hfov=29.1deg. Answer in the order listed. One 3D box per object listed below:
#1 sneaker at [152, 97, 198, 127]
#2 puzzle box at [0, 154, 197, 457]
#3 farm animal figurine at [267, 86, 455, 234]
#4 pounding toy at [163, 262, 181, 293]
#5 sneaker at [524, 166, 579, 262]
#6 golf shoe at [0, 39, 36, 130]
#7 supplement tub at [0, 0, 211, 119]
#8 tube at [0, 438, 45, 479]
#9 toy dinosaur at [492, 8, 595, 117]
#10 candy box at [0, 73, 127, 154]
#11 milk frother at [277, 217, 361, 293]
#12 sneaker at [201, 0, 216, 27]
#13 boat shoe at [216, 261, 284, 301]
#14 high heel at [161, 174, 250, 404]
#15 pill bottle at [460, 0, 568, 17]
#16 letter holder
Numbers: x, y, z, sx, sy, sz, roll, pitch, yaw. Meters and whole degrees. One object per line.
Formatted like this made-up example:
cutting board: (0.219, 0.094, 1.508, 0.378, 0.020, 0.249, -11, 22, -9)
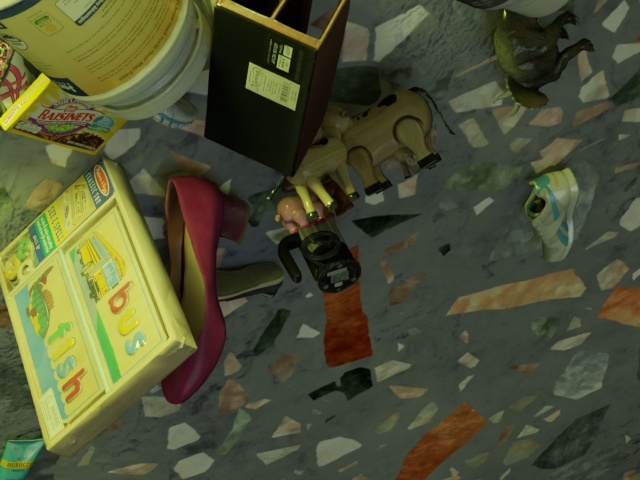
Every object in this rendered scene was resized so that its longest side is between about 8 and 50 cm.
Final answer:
sneaker: (-0.251, -0.233, 1.864, 0.190, 0.071, 0.083, 21, 115, -43)
puzzle box: (-0.355, 0.092, 1.889, 0.272, 0.409, 0.052, -41, 139, 14)
farm animal figurine: (0.048, -0.152, 2.016, 0.327, 0.172, 0.330, -26, 178, -3)
pounding toy: (-0.328, 0.112, 2.189, 0.130, 0.100, 0.141, -9, 136, -35)
sneaker: (0.454, -0.046, 2.464, 0.092, 0.087, 0.229, -12, 132, -8)
golf shoe: (-0.443, -0.235, 1.760, 0.086, 0.067, 0.186, -18, 150, -36)
supplement tub: (-0.308, -0.318, 1.610, 0.228, 0.228, 0.316, -36, 140, 10)
tube: (-0.614, 0.466, 2.440, 0.080, 0.052, 0.207, 2, 127, -44)
toy dinosaur: (0.354, -0.325, 2.068, 0.160, 0.121, 0.313, -42, 145, -3)
candy box: (-0.371, -0.186, 1.831, 0.105, 0.027, 0.206, -45, 156, 16)
milk frother: (0.000, 0.000, 2.206, 0.129, 0.135, 0.143, -3, 134, -27)
sneaker: (-0.114, -0.383, 1.767, 0.121, 0.079, 0.217, -22, 140, -9)
boat shoe: (-0.164, 0.094, 2.264, 0.206, 0.075, 0.065, -11, 135, -26)
high heel: (-0.241, 0.081, 2.064, 0.181, 0.127, 0.377, 20, 79, -50)
pill bottle: (0.211, -0.451, 1.780, 0.361, 0.204, 0.204, 12, 126, -38)
letter holder: (-0.045, -0.277, 1.757, 0.152, 0.214, 0.302, 25, 149, 6)
